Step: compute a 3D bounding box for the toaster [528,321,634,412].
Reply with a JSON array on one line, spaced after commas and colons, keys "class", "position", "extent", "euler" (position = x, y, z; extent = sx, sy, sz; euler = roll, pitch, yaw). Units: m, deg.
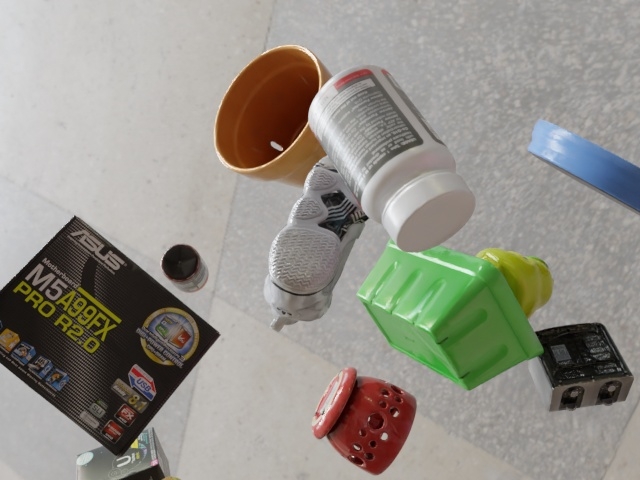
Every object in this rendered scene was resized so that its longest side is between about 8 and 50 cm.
[{"class": "toaster", "position": [0.526, 0.258, 1.502], "extent": [0.167, 0.186, 0.110], "euler": [-8, 129, -1]}]

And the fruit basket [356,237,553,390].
[{"class": "fruit basket", "position": [0.317, 0.102, 1.504], "extent": [0.392, 0.392, 0.283], "euler": [-16, 119, 34]}]

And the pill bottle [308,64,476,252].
[{"class": "pill bottle", "position": [0.109, -0.128, 1.137], "extent": [0.161, 0.161, 0.283], "euler": [-51, 53, 31]}]

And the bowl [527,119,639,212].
[{"class": "bowl", "position": [0.635, -0.140, 1.600], "extent": [0.391, 0.391, 0.077], "euler": [34, 104, 19]}]

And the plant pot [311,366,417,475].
[{"class": "plant pot", "position": [0.086, 0.376, 1.548], "extent": [0.174, 0.191, 0.191], "euler": [30, 120, -2]}]

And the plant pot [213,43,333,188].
[{"class": "plant pot", "position": [-0.053, -0.237, 1.540], "extent": [0.290, 0.203, 0.291], "euler": [-18, 60, 33]}]

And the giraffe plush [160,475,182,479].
[{"class": "giraffe plush", "position": [-0.075, 0.342, 0.781], "extent": [0.210, 0.170, 0.182], "euler": [29, 114, 41]}]

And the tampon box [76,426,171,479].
[{"class": "tampon box", "position": [-0.383, 0.463, 1.415], "extent": [0.120, 0.160, 0.102], "euler": [-128, 21, -61]}]

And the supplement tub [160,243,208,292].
[{"class": "supplement tub", "position": [-0.358, 0.081, 1.939], "extent": [0.106, 0.198, 0.106], "euler": [0, 74, 0]}]

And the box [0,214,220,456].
[{"class": "box", "position": [-0.312, 0.132, 1.010], "extent": [0.270, 0.216, 0.060], "euler": [41, 158, -3]}]

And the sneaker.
[{"class": "sneaker", "position": [0.000, 0.000, 1.317], "extent": [0.137, 0.366, 0.210], "euler": [27, 139, 6]}]
